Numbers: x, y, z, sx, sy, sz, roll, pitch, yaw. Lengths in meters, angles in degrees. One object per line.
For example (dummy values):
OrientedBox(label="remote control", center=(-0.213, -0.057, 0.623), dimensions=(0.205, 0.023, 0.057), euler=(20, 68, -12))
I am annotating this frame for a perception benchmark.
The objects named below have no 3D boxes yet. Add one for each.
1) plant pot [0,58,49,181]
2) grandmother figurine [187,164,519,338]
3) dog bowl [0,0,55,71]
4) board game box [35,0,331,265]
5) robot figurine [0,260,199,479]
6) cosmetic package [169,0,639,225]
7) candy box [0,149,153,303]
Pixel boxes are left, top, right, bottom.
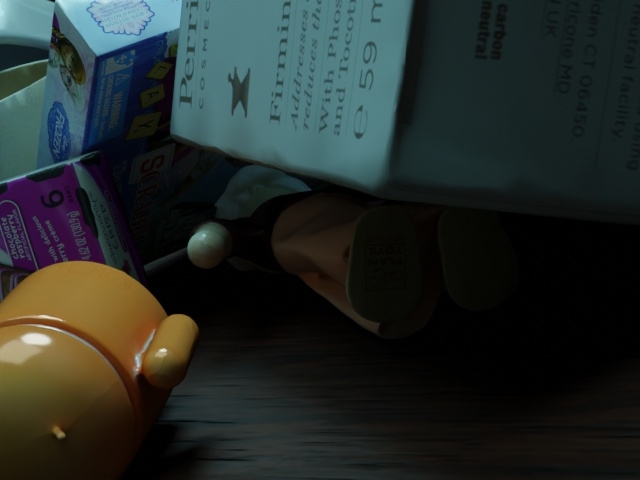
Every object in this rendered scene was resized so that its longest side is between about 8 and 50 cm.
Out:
OrientedBox(label="plant pot", center=(-0.341, -0.031, 1.557), dimensions=(0.284, 0.191, 0.284), euler=(-18, 15, 5))
OrientedBox(label="grandmother figurine", center=(0.000, 0.000, 1.207), dimensions=(0.208, 0.104, 0.342), euler=(3, 4, -20))
OrientedBox(label="dog bowl", center=(-0.359, -0.145, 1.772), dimensions=(0.349, 0.349, 0.102), euler=(-19, 54, 6))
OrientedBox(label="board game box", center=(-0.079, -0.116, 1.356), dimensions=(0.318, 0.066, 0.318), euler=(-25, -26, -28))
OrientedBox(label="robot figurine", center=(-0.164, 0.093, 1.026), dimensions=(0.158, 0.128, 0.219), euler=(17, 21, 3))
OrientedBox(label="cosmetic package", center=(0.125, -0.191, 1.053), dimensions=(0.327, 0.329, 0.394), euler=(4, 5, -22))
OrientedBox(label="candy box", center=(-0.251, 0.042, 1.238), dimensions=(0.233, 0.159, 0.071), euler=(-17, 6, 17))
